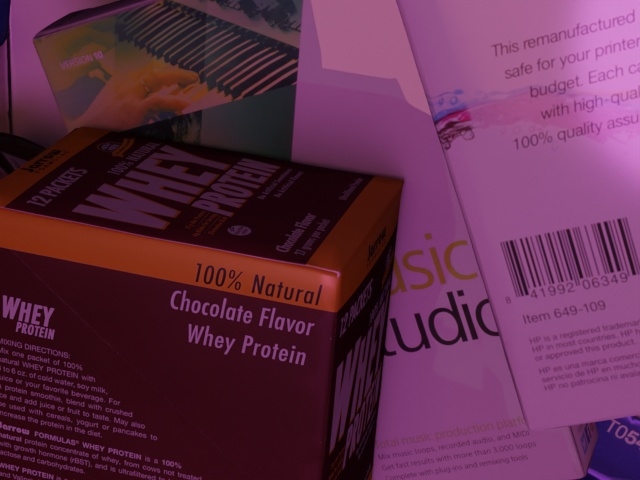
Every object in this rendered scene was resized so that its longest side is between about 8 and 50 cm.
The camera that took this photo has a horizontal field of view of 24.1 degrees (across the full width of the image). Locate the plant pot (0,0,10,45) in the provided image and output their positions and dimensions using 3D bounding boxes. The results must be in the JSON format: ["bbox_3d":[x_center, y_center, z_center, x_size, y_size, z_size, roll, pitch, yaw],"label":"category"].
[{"bbox_3d":[-0.185,-0.247,0.725,0.236,0.212,0.236,38,157,3],"label":"plant pot"}]

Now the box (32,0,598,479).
[{"bbox_3d":[0.000,0.000,0.840,0.232,0.058,0.322,-13,105,23],"label":"box"}]

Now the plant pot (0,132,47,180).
[{"bbox_3d":[-0.223,0.056,0.926,0.215,0.215,0.230,37,103,2],"label":"plant pot"}]

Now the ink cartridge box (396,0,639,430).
[{"bbox_3d":[0.172,-0.083,0.726,0.198,0.197,0.270,-12,107,22],"label":"ink cartridge box"}]

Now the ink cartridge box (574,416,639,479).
[{"bbox_3d":[0.209,0.240,0.924,0.223,0.045,0.224,29,116,7],"label":"ink cartridge box"}]

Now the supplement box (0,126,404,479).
[{"bbox_3d":[-0.070,0.062,0.784,0.191,0.129,0.194,10,114,13],"label":"supplement box"}]
